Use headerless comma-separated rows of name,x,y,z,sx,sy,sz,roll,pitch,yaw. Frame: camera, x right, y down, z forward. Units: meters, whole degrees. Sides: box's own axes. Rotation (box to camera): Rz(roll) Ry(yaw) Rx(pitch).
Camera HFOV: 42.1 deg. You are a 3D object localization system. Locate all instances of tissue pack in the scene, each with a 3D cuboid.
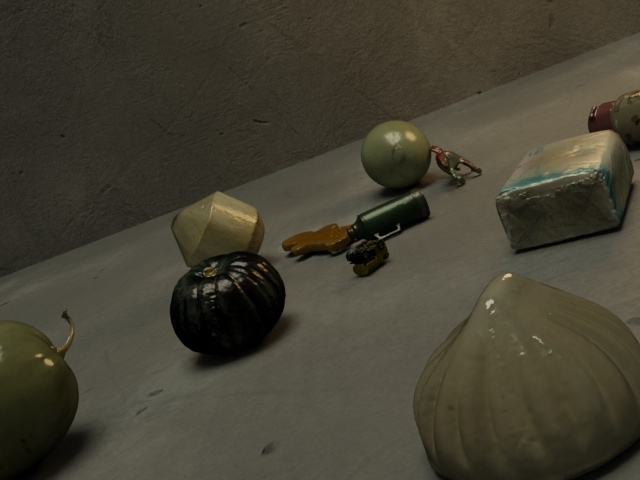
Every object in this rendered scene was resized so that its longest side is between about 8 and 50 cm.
tissue pack,0.443,-0.097,1.494,0.201,0.124,0.271,-11,16,28

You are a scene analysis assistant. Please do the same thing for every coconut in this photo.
coconut,-0.259,-0.016,2.059,0.222,0.202,0.202,21,3,-16

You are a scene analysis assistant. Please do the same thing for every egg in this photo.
egg,0.205,-0.235,2.277,0.186,0.187,0.253,-23,12,-6

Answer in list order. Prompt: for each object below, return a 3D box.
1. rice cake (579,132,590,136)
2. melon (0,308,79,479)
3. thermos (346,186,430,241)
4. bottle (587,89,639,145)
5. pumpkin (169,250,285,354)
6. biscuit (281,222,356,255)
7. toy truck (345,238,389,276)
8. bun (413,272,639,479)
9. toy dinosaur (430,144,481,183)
rice cake,0.626,-0.234,1.936,0.170,0.033,0.029,-22,9,4
melon,-0.533,0.266,1.334,0.308,0.272,0.272,-38,11,8
thermos,0.152,-0.046,1.888,0.187,0.083,0.073,-25,-8,-6
bottle,0.692,-0.264,1.768,0.120,0.120,0.253,-31,15,-34
pumpkin,-0.171,0.117,1.540,0.220,0.162,0.220,-25,22,11
biscuit,0.001,0.002,1.997,0.158,0.035,0.240,-30,15,-39
toy truck,0.099,0.032,1.676,0.049,0.054,0.083,-8,19,47
bun,0.207,0.123,0.880,0.263,0.175,0.263,-20,11,4
toy dinosaur,0.319,-0.201,2.101,0.242,0.167,0.053,-9,-49,-62
